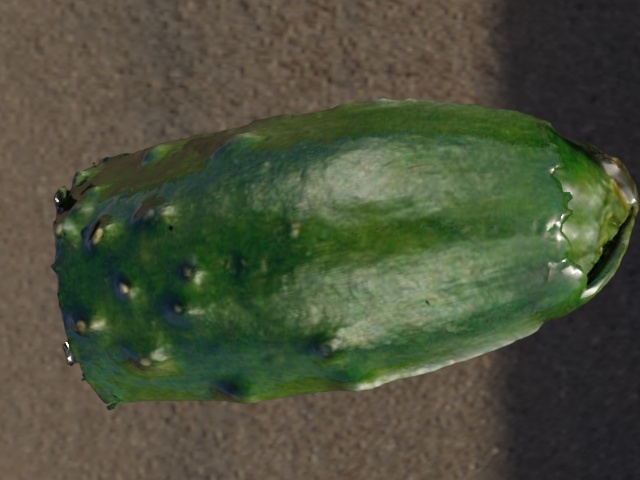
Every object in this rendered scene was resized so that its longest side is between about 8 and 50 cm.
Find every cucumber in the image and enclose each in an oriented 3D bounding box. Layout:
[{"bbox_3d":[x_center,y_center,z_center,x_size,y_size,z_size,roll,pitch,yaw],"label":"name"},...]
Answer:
[{"bbox_3d":[-0.001,0.001,0.800,0.325,0.105,0.145,-6,48,26],"label":"cucumber"}]
